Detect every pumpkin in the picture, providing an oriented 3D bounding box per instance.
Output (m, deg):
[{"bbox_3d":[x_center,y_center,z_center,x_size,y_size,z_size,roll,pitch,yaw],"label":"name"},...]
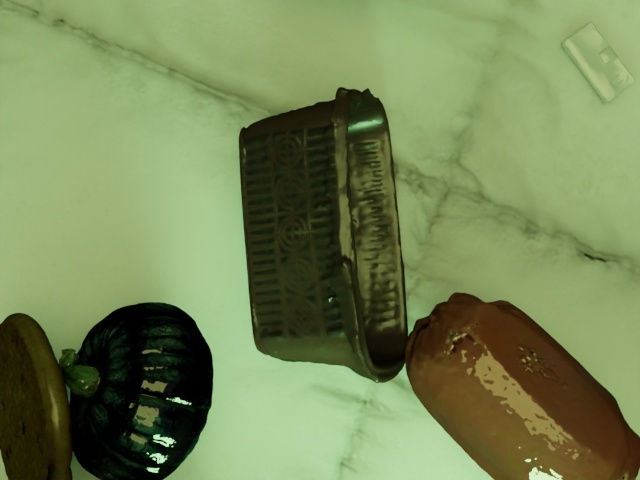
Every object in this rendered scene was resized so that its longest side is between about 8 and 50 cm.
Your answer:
[{"bbox_3d":[-0.181,0.155,1.482,0.150,0.194,0.194,1,88,-2],"label":"pumpkin"}]

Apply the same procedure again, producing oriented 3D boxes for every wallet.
[{"bbox_3d":[0.301,-0.192,1.606,0.044,0.011,0.083,-37,89,-4],"label":"wallet"}]

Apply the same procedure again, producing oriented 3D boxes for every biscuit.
[{"bbox_3d":[-0.287,0.172,1.473,0.036,0.212,0.212,-8,88,-28],"label":"biscuit"}]

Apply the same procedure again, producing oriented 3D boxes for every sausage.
[{"bbox_3d":[0.208,0.172,1.519,0.152,0.152,0.280,-45,91,-4],"label":"sausage"}]

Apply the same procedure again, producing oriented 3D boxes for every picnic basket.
[{"bbox_3d":[0.000,0.000,1.497,0.129,0.222,0.297,-6,88,14],"label":"picnic basket"}]
